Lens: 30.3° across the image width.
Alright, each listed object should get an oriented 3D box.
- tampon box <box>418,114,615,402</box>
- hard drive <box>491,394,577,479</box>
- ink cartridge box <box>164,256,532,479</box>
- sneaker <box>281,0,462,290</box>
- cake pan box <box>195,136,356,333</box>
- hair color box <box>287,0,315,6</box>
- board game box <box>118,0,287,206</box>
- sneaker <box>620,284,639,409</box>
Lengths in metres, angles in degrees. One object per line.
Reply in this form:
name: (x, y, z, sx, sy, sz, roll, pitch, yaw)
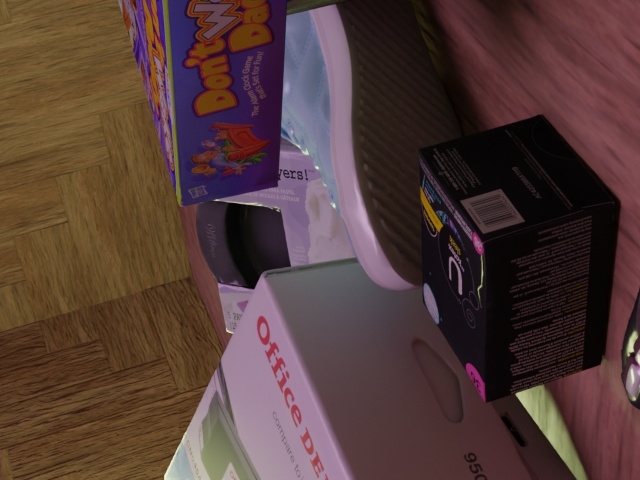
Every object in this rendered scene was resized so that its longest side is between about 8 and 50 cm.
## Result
tampon box: (0.141, 0.014, 0.876, 0.120, 0.101, 0.161, -118, 17, -48)
hard drive: (0.135, 0.300, 1.143, 0.233, 0.047, 0.353, 57, 143, 41)
ink cartridge box: (0.006, 0.241, 1.143, 0.285, 0.166, 0.395, 64, 146, 30)
sneaker: (0.025, -0.111, 1.071, 0.150, 0.135, 0.366, -36, 56, 47)
cake pan box: (0.000, 0.000, 1.216, 0.070, 0.267, 0.245, -47, -41, -49)
hair color box: (0.036, -0.230, 0.838, 0.339, 0.185, 0.110, -161, 56, -75)
board game box: (-0.091, -0.221, 0.790, 0.347, 0.078, 0.233, 95, 158, -55)
sneaker: (0.202, -0.044, 0.566, 0.281, 0.106, 0.162, 108, 151, -52)
